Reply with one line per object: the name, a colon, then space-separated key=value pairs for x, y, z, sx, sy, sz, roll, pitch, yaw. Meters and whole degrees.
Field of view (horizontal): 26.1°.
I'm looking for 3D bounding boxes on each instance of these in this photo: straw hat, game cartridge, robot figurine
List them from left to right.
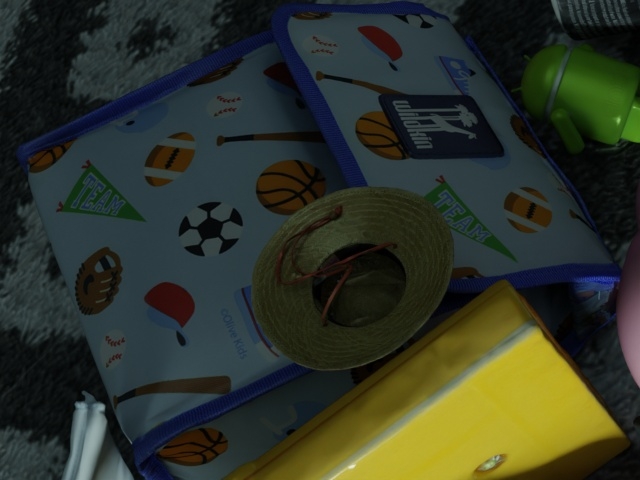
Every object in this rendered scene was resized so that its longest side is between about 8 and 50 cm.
straw hat: x=0.030 y=0.035 z=0.889 sx=0.144 sy=0.061 sz=0.144 roll=-15 pitch=50 yaw=19
game cartridge: x=0.041 y=0.178 z=0.934 sx=0.323 sy=0.285 sz=0.053 roll=-35 pitch=59 yaw=7
robot figurine: x=0.214 y=-0.119 z=1.115 sx=0.115 sy=0.067 sz=0.101 roll=19 pitch=51 yaw=9

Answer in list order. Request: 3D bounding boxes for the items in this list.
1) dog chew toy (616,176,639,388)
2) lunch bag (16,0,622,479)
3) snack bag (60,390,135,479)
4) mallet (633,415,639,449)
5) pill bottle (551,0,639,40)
dog chew toy: x=0.305 y=-0.011 z=0.940 sx=0.206 sy=0.206 sz=0.332 roll=-12 pitch=39 yaw=21
lunch bag: x=0.000 y=0.000 z=1.086 sx=0.385 sy=0.239 sz=0.328 roll=-24 pitch=56 yaw=-4
snack bag: x=-0.164 y=0.310 z=0.965 sx=0.037 sy=0.323 sz=0.342 roll=7 pitch=67 yaw=3
mallet: x=0.221 y=0.202 z=0.916 sx=0.062 sy=0.190 sz=0.039 roll=-10 pitch=18 yaw=31
pill bottle: x=0.309 y=-0.244 z=1.104 sx=0.245 sy=0.130 sz=0.130 roll=-8 pitch=63 yaw=23
